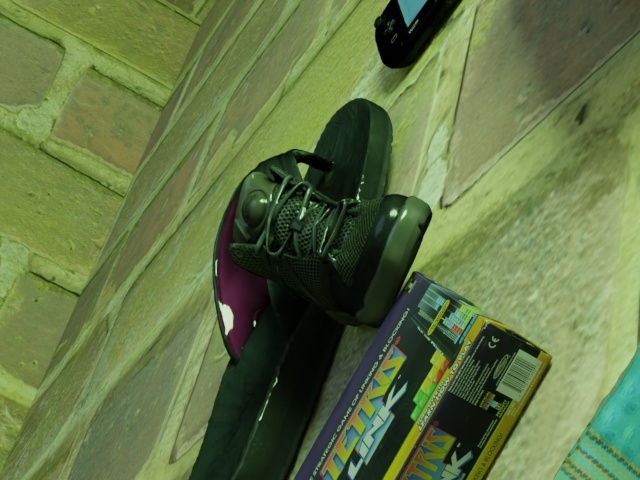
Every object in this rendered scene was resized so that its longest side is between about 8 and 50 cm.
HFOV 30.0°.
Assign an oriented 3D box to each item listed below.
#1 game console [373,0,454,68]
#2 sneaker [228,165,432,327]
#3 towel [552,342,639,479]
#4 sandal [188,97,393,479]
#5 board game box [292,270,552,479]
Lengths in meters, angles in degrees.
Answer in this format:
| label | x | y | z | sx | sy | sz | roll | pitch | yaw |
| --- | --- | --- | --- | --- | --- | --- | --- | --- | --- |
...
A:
| label | x | y | z | sx | sy | sz | roll | pitch | yaw |
| --- | --- | --- | --- | --- | --- | --- | --- | --- | --- |
| game console | 0.158 | -0.308 | 1.103 | 0.361 | 0.044 | 0.213 | -54 | 16 | 27 |
| sneaker | 0.000 | 0.000 | 0.833 | 0.087 | 0.130 | 0.227 | -64 | 6 | -9 |
| towel | 0.117 | 0.156 | 0.400 | 0.370 | 0.040 | 0.271 | -60 | 14 | 4 |
| sandal | -0.039 | 0.030 | 1.012 | 0.167 | 0.107 | 0.445 | -42 | 24 | 51 |
| board game box | 0.049 | 0.112 | 0.688 | 0.170 | 0.048 | 0.141 | -61 | 16 | 2 |
